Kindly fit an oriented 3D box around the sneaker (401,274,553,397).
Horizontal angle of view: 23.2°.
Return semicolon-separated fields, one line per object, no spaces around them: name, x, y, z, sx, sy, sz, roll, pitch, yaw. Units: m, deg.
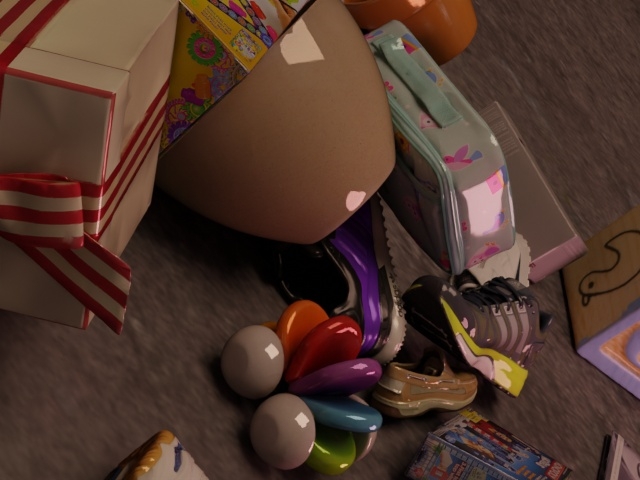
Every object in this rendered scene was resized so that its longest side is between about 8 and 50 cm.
sneaker;0.192;0.089;1.876;0.111;0.121;0.300;34;-1;31

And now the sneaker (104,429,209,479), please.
sneaker;-0.145;0.272;1.270;0.131;0.112;0.296;49;30;-7

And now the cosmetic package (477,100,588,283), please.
cosmetic package;0.282;-0.067;2.244;0.238;0.107;0.127;59;9;17

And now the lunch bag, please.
lunch bag;0.113;-0.113;1.806;0.279;0.108;0.224;54;-12;38

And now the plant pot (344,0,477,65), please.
plant pot;0.137;-0.364;2.321;0.188;0.205;0.205;48;25;-39

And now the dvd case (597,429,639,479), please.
dvd case;0.454;0.378;2.103;0.221;0.018;0.164;47;29;-9

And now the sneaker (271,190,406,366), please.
sneaker;0.001;0.000;1.793;0.146;0.102;0.293;18;43;-44

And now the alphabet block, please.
alphabet block;0.493;0.092;2.305;0.193;0.192;0.197;37;31;-28

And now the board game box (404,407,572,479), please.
board game box;0.214;0.275;1.757;0.194;0.060;0.194;32;12;16

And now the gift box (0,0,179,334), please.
gift box;-0.257;-0.069;1.314;0.255;0.276;0.258;10;29;6

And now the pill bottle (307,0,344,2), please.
pill bottle;-0.026;-0.359;2.126;0.131;0.131;0.229;41;31;-19

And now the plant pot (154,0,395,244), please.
plant pot;-0.030;-0.108;1.677;0.191;0.284;0.284;46;29;-8

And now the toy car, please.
toy car;0.000;0.145;1.592;0.159;0.136;0.182;9;50;-52

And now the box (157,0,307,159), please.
box;-0.183;-0.190;1.550;0.177;0.290;0.279;46;29;-9

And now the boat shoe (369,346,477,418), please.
boat shoe;0.131;0.159;1.811;0.068;0.072;0.190;20;14;30

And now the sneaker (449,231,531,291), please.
sneaker;0.220;0.046;2.082;0.094;0.090;0.235;24;33;-15
